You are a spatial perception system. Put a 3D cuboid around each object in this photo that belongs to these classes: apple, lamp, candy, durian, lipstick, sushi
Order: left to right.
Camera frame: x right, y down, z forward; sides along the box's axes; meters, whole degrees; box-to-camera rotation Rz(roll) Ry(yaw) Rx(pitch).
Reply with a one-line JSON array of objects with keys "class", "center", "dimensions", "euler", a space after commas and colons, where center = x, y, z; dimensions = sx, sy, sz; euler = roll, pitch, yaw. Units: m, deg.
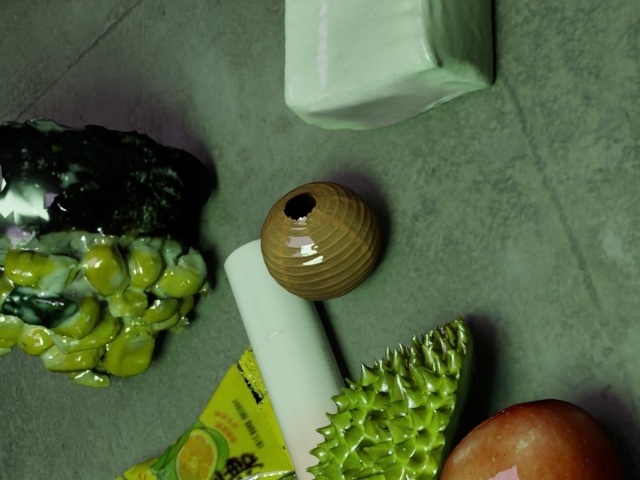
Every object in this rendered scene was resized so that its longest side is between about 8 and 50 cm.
[{"class": "sushi", "center": [-0.332, 0.024, 1.604], "dimensions": [0.328, 0.329, 0.285], "euler": [-17, 65, 35]}, {"class": "candy", "center": [-0.138, 0.287, 1.537], "dimensions": [0.297, 0.081, 0.187], "euler": [-42, 56, 15]}, {"class": "lipstick", "center": [-0.022, 0.154, 1.444], "dimensions": [0.087, 0.087, 0.327], "euler": [-39, 58, 31]}, {"class": "lamp", "center": [0.000, 0.000, 1.421], "dimensions": [0.136, 0.136, 0.136], "euler": [-10, 76, 42]}, {"class": "candy", "center": [0.076, -0.313, 1.404], "dimensions": [0.208, 0.145, 0.358], "euler": [-9, 76, 40]}, {"class": "durian", "center": [0.083, 0.251, 1.269], "dimensions": [0.157, 0.169, 0.355], "euler": [21, 96, 46]}, {"class": "apple", "center": [0.197, 0.238, 1.162], "dimensions": [0.181, 0.181, 0.168], "euler": [-43, 60, 29]}]
